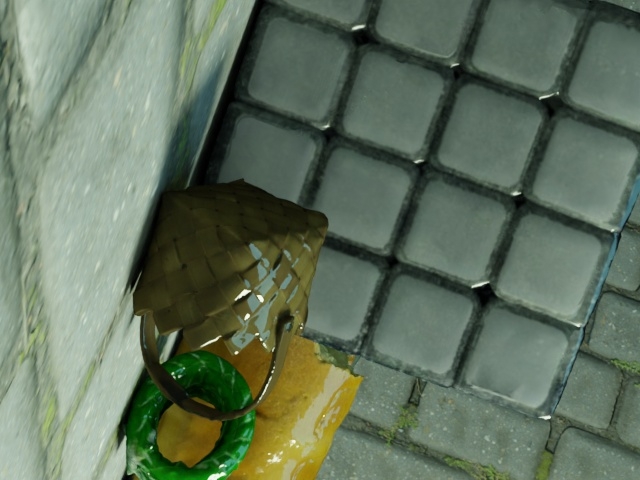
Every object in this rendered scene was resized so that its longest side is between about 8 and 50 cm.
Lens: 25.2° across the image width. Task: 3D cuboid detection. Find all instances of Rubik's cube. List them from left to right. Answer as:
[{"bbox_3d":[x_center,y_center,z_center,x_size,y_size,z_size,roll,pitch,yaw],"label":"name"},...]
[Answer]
[{"bbox_3d":[0.096,-0.080,1.283,0.337,0.344,0.344,-49,159,-80],"label":"Rubik's cube"}]

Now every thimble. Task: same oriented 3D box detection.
[{"bbox_3d":[-0.121,0.174,1.316,0.130,0.118,0.090,-39,170,-22],"label":"thimble"}]

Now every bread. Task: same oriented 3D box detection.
[{"bbox_3d":[-0.082,0.197,1.485,0.344,0.195,0.149,-69,-163,0],"label":"bread"}]

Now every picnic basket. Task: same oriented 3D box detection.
[{"bbox_3d":[-0.078,0.052,1.079,0.138,0.128,0.178,-14,129,-57],"label":"picnic basket"}]

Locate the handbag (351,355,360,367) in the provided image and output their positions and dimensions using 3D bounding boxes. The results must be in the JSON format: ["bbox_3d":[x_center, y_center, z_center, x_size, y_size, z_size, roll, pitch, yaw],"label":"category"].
[{"bbox_3d":[-0.024,0.176,2.002,0.332,0.075,0.191,-47,148,-24],"label":"handbag"}]
